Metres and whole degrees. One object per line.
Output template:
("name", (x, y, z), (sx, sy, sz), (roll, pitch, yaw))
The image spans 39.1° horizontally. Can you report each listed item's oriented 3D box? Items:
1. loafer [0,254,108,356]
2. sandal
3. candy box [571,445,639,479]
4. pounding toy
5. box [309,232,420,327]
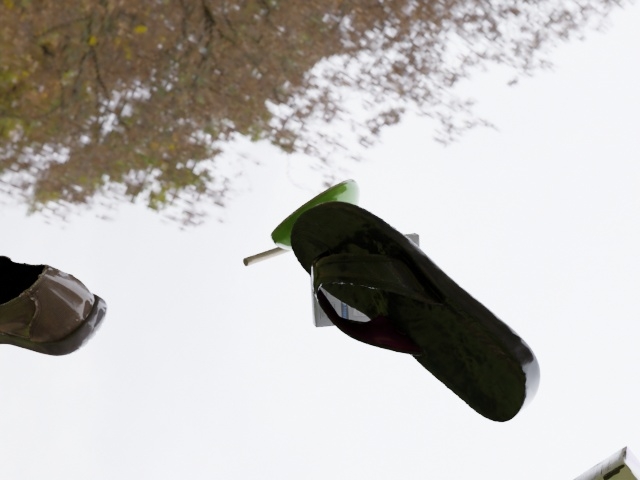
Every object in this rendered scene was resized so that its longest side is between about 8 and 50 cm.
("loafer", (-0.457, 0.069, 1.258), (0.365, 0.130, 0.134), (-2, -136, 31))
("sandal", (0.094, 0.085, 1.221), (0.445, 0.107, 0.168), (36, -46, 35))
("candy box", (0.366, 0.389, 1.157), (0.196, 0.070, 0.165), (-40, -97, 20))
("pounding toy", (0.000, 0.000, 1.605), (0.110, 0.183, 0.237), (56, -46, 7))
("box", (0.076, 0.066, 1.516), (0.038, 0.186, 0.145), (-146, -127, -78))
